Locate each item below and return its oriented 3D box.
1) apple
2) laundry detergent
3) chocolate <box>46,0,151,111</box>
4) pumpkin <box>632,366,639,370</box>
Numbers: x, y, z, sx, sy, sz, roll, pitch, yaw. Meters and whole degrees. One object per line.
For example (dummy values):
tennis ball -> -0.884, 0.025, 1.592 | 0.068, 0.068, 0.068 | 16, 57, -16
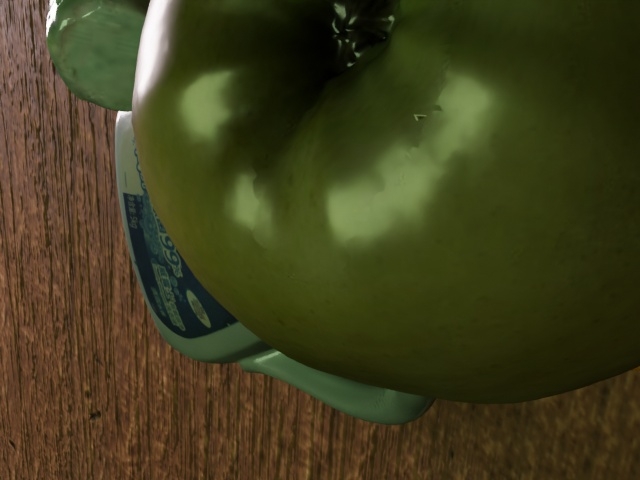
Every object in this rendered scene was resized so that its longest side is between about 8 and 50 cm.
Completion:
apple -> 0.063, -0.063, 0.472 | 0.262, 0.262, 0.262 | 28, 129, 41
laundry detergent -> 0.000, 0.000, 0.719 | 0.280, 0.105, 0.215 | 11, 115, 46
chocolate -> -0.088, -0.166, 0.613 | 0.291, 0.110, 0.110 | -93, 12, -50
pumpkin -> 0.123, 0.035, 0.595 | 0.035, 0.101, 0.073 | -76, -23, -76
